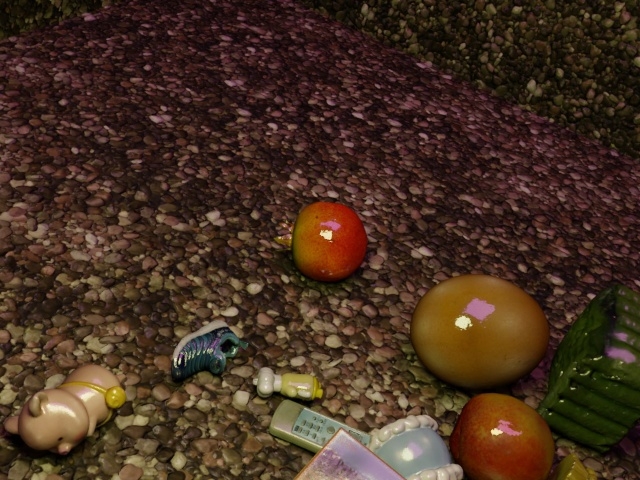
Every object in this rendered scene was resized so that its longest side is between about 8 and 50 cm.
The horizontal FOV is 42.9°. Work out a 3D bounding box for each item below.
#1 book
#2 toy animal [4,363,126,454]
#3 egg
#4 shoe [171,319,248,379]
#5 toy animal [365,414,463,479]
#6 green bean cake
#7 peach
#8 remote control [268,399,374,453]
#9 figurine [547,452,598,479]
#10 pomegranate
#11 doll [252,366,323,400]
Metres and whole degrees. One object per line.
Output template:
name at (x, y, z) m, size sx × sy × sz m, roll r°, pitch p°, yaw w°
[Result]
book at (0.018, 0.571, 1.556) m, size 0.262 × 0.028 × 0.374 m, roll 35°, pitch 62°, yaw 25°
toy animal at (-0.501, 0.341, 1.674) m, size 0.149 × 0.165 × 0.248 m, roll 49°, pitch 34°, yaw 14°
egg at (0.391, 0.223, 1.999) m, size 0.351 × 0.283 × 0.283 m, roll 4°, pitch 39°, yaw -12°
shoe at (-0.264, 0.263, 1.895) m, size 0.106 × 0.092 × 0.207 m, roll 30°, pitch 37°, yaw 27°
toy animal at (0.204, 0.481, 1.716) m, size 0.208 × 0.156 × 0.204 m, roll -4°, pitch 45°, yaw -28°
green bean cake at (0.677, 0.300, 1.973) m, size 0.218 × 0.335 × 0.319 m, roll 28°, pitch 36°, yaw 2°
peach at (0.397, 0.444, 1.784) m, size 0.230 × 0.231 × 0.231 m, roll 9°, pitch 38°, yaw -7°
remote control at (0.003, 0.433, 1.815) m, size 0.233 × 0.038 × 0.098 m, roll 22°, pitch 39°, yaw 8°
figurine at (0.618, 0.619, 1.716) m, size 0.315 × 0.168 × 0.187 m, roll 37°, pitch 3°, yaw 12°
pomegranate at (0.000, 0.000, 2.221) m, size 0.256 × 0.221 × 0.221 m, roll 4°, pitch 39°, yaw -2°
doll at (-0.077, 0.335, 1.886) m, size 0.162 × 0.062 × 0.106 m, roll 10°, pitch 10°, yaw -8°
